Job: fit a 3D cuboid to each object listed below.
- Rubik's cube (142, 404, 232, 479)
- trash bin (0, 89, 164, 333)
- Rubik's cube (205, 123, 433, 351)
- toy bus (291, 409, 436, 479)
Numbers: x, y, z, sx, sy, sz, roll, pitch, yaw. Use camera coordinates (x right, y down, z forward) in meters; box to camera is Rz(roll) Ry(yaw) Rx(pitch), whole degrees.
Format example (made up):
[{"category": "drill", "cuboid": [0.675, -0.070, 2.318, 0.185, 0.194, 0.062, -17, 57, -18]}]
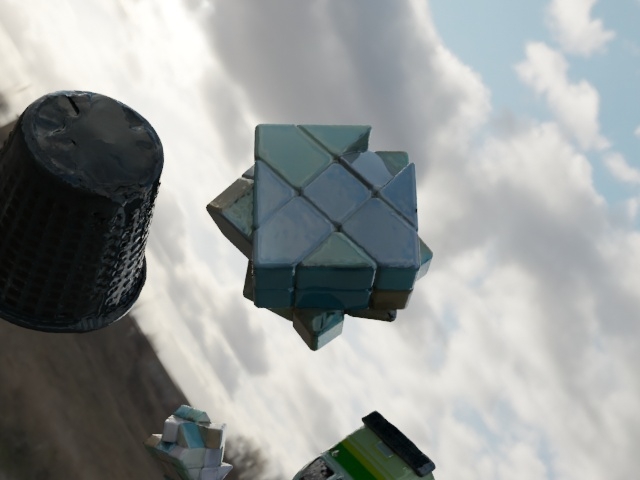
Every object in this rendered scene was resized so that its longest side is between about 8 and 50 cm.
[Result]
[{"category": "Rubik's cube", "cuboid": [-0.125, 0.203, 1.038, 0.075, 0.073, 0.084, 22, -40, 33]}, {"category": "trash bin", "cuboid": [-0.213, -0.035, 0.880, 0.175, 0.175, 0.161, 53, -43, 23]}, {"category": "Rubik's cube", "cuboid": [0.000, 0.000, 1.190, 0.213, 0.265, 0.224, 97, -5, -66]}, {"category": "toy bus", "cuboid": [0.069, 0.348, 1.148, 0.133, 0.164, 0.276, 35, -33, 57]}]
